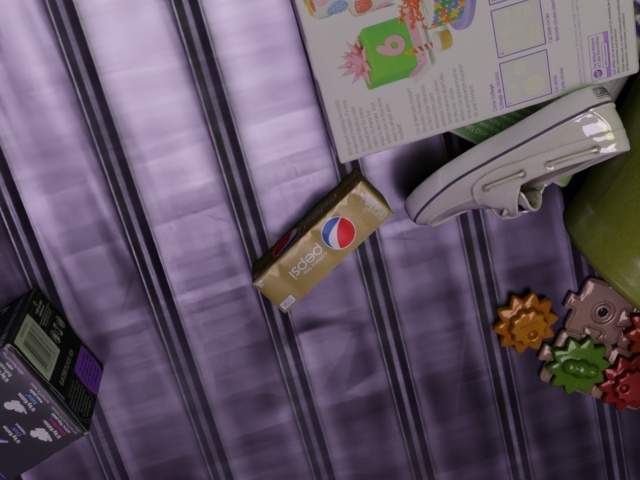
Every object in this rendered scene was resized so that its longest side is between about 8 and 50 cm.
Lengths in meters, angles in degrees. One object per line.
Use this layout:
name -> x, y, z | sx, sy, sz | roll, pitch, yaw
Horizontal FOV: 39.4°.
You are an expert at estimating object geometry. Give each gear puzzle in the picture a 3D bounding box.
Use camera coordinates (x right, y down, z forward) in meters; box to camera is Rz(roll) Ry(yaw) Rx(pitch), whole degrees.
gear puzzle -> 0.387, 0.138, 1.174 | 0.338, 0.044, 0.176 | 18, 107, -12

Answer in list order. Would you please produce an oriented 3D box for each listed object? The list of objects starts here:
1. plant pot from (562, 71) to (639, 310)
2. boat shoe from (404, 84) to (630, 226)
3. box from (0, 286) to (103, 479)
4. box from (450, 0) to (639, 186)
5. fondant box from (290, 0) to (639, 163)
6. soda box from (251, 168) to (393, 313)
plant pot -> 0.463, -0.082, 0.966 | 0.366, 0.366, 0.353 | 29, 115, -15
boat shoe -> 0.213, -0.068, 0.988 | 0.267, 0.096, 0.088 | -30, 76, 29
box -> -0.413, 0.204, 1.052 | 0.270, 0.165, 0.143 | -33, 110, 6
box -> 0.256, -0.251, 1.018 | 0.232, 0.058, 0.322 | 24, 104, -13
fondant box -> 0.140, -0.243, 0.908 | 0.330, 0.096, 0.238 | -17, 121, 0
soda box -> 0.000, 0.000, 1.076 | 0.181, 0.061, 0.058 | -42, 108, 10
